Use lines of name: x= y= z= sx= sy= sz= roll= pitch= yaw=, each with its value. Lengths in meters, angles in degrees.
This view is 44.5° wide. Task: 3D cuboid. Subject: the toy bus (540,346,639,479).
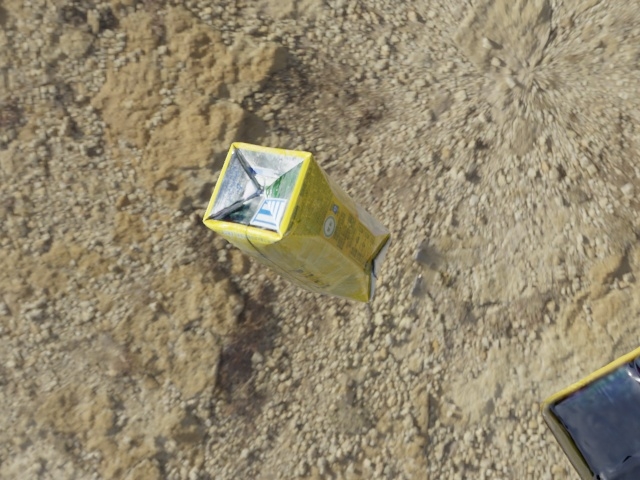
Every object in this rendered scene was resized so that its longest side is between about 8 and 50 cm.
toy bus: x=0.256 y=0.029 z=0.271 sx=0.336 sy=0.123 sz=0.121 roll=-32 pitch=50 yaw=7

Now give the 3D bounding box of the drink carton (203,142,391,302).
drink carton: x=0.000 y=0.000 z=0.578 sx=0.084 sy=0.200 sz=0.074 roll=9 pitch=74 yaw=30
